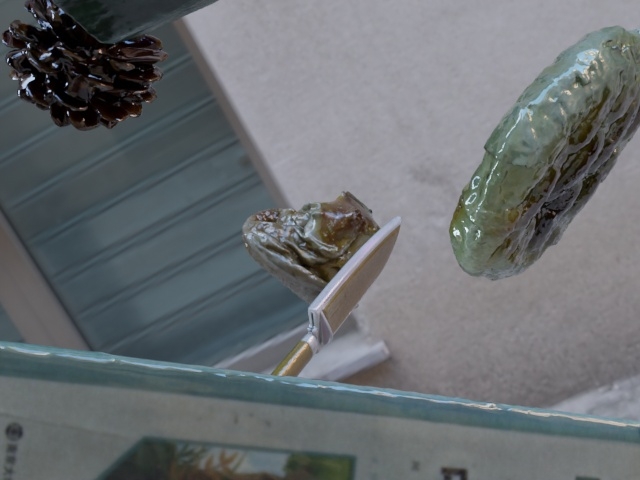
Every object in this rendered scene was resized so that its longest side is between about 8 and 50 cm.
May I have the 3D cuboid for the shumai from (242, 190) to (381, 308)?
[{"bbox_3d":[0.003,0.002,1.092,0.116,0.145,0.145,-52,16,-2],"label":"shumai"}]

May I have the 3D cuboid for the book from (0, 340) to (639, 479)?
[{"bbox_3d":[-0.003,0.157,0.405,0.282,0.215,0.025,8,-9,-18],"label":"book"}]

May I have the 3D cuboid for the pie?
[{"bbox_3d":[0.229,-0.076,1.053,0.071,0.306,0.306,37,58,26],"label":"pie"}]

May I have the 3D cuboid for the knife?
[{"bbox_3d":[0.002,0.063,0.818,0.022,0.046,0.256,17,45,28],"label":"knife"}]

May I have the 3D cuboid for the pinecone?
[{"bbox_3d":[-0.194,-0.163,0.904,0.121,0.140,0.140,-57,-1,31],"label":"pinecone"}]

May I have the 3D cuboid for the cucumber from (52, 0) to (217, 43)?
[{"bbox_3d":[-0.125,-0.245,0.777,0.130,0.191,0.191,-18,17,19],"label":"cucumber"}]
